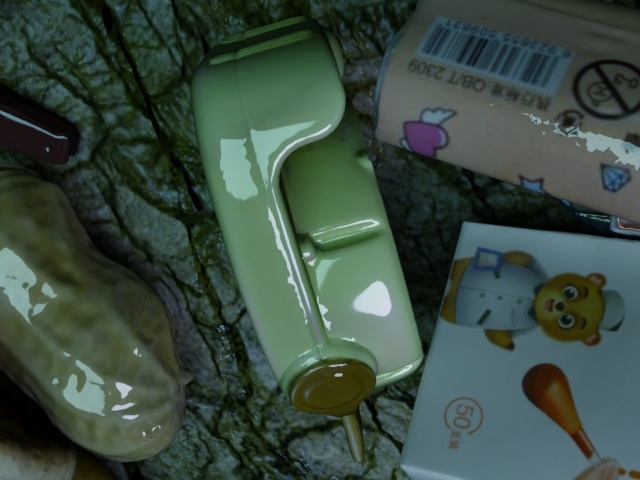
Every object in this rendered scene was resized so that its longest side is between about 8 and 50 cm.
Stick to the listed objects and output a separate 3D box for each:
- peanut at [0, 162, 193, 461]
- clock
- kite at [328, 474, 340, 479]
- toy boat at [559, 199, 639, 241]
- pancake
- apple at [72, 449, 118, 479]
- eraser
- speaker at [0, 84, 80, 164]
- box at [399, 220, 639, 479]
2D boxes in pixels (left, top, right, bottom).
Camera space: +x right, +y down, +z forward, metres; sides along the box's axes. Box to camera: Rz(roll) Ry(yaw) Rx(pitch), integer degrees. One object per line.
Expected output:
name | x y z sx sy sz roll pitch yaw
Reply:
peanut | -0.267 0.083 0.854 0.340 0.158 0.174 43 130 -2
clock | 0.000 0.000 0.683 0.117 0.286 0.348 -16 110 3
kite | 0.031 0.319 0.931 0.222 0.008 0.125 -13 102 21
toy boat | 0.311 -0.033 0.654 0.262 0.115 0.114 5 110 16
pancake | -0.377 0.125 0.845 0.065 0.356 0.356 -41 94 -14
apple | -0.353 0.388 0.934 0.299 0.275 0.298 9 115 19
eraser | 0.201 -0.110 0.614 0.291 0.171 0.087 20 157 20
speaker | -0.371 -0.213 0.821 0.259 0.198 0.329 2 134 -24
box | 0.260 0.128 0.631 0.341 0.224 0.143 9 155 23
